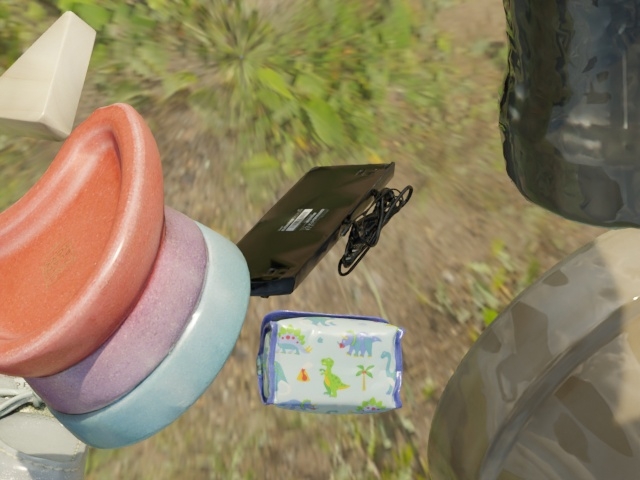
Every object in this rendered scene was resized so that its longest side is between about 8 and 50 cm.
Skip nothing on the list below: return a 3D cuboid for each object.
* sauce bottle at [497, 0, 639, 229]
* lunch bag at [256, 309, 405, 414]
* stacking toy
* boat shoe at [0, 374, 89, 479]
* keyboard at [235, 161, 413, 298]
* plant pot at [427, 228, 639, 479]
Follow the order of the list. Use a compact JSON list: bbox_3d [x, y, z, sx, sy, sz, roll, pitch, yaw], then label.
[{"bbox_3d":[0.062,-0.162,0.362,0.111,0.111,0.344,-7,121,-2],"label":"sauce bottle"},{"bbox_3d":[0.007,0.116,1.669,0.129,0.151,0.096,4,83,-5],"label":"lunch bag"},{"bbox_3d":[-0.172,0.048,0.998,0.309,0.279,0.130,-37,126,19],"label":"stacking toy"},{"bbox_3d":[-0.242,0.124,1.439,0.118,0.320,0.103,16,104,-13],"label":"boat shoe"},{"bbox_3d":[0.000,0.000,1.260,0.100,0.192,0.038,-1,118,28],"label":"keyboard"},{"bbox_3d":[0.283,0.182,1.256,0.323,0.323,0.280,-38,53,2],"label":"plant pot"}]
